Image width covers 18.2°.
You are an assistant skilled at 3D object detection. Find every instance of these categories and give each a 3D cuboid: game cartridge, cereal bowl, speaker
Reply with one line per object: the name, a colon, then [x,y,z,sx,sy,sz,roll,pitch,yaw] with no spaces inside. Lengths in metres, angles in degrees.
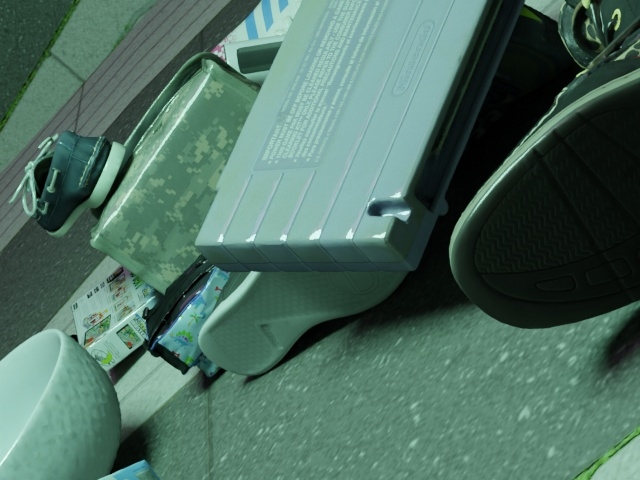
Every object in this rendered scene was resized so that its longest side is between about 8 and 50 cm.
game cartridge: [0.047,-0.131,1.658,0.230,0.068,0.355,-4,54,48]
cereal bowl: [-0.307,0.255,1.938,0.339,0.141,0.339,-44,18,18]
speaker: [-0.042,-0.212,2.321,0.136,0.055,0.055,-9,19,-3]

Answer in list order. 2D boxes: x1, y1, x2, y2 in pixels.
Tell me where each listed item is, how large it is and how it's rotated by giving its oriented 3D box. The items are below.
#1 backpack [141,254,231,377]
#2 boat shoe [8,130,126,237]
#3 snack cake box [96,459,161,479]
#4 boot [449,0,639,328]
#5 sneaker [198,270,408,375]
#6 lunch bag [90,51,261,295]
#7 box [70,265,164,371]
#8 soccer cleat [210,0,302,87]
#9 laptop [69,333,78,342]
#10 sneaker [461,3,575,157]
backpack: [-0.109,0.068,1.938,0.114,0.084,0.105,-51,16,11]
boat shoe: [-0.279,-0.064,2.150,0.095,0.079,0.254,-67,14,-13]
snack cake box: [-0.235,0.304,1.634,0.264,0.089,0.152,-43,-10,19]
boot: [0.225,-0.113,1.374,0.377,0.138,0.284,-44,18,5]
sneaker: [-0.001,0.000,1.767,0.296,0.104,0.147,-38,24,47]
lunch bag: [-0.133,-0.072,2.180,0.235,0.169,0.287,-55,8,3]
box: [-0.225,0.079,2.269,0.114,0.036,0.207,-38,16,1]
soccer cleat: [-0.048,-0.230,2.396,0.143,0.116,0.331,-17,36,53]
laptop: [-0.356,0.230,2.354,0.234,0.136,0.264,179,104,-69]
sneaker: [0.121,-0.116,1.757,0.300,0.111,0.121,-32,35,56]
